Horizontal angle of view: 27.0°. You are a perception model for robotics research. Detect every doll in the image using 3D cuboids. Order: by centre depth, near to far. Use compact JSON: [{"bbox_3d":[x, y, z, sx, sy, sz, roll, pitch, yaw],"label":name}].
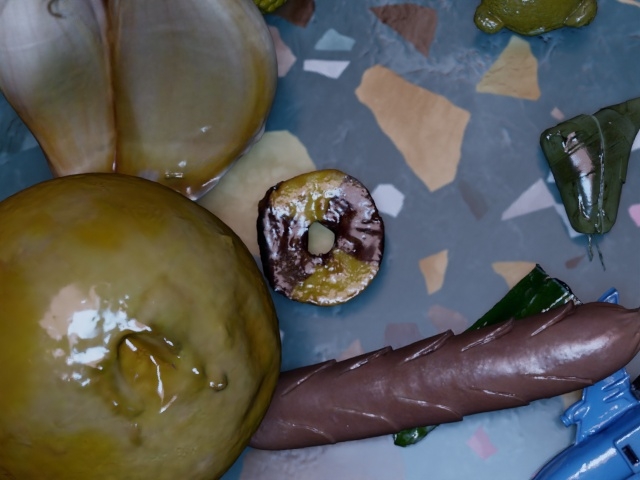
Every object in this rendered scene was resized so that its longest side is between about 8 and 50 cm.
[{"bbox_3d":[0.217,-0.310,1.349,0.137,0.097,0.210,-2,75,11],"label":"doll"}]

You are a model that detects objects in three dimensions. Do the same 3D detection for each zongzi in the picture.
[{"bbox_3d":[0.300,-0.058,1.319,0.130,0.062,0.154,-19,85,-10],"label":"zongzi"}]

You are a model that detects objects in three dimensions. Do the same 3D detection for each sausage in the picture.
[{"bbox_3d":[0.102,0.130,1.243,0.433,0.088,0.088,-16,78,20],"label":"sausage"}]

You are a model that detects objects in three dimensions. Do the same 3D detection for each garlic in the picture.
[{"bbox_3d":[-0.203,-0.173,1.285,0.286,0.313,0.249,8,36,27],"label":"garlic"}]

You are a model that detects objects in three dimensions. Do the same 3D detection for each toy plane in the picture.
[{"bbox_3d":[0.302,0.182,1.252,0.271,0.105,0.254,-36,93,-5],"label":"toy plane"}]

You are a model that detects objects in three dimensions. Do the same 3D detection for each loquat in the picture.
[{"bbox_3d":[-0.197,0.093,1.202,0.328,0.328,0.329,-1,80,6],"label":"loquat"}]

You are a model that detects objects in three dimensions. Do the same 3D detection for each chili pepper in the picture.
[{"bbox_3d":[0.156,0.124,1.293,0.227,0.059,0.088,-42,39,1],"label":"chili pepper"}]

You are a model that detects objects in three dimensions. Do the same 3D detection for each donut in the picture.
[{"bbox_3d":[0.000,0.000,1.333,0.140,0.059,0.140,-1,79,6],"label":"donut"}]

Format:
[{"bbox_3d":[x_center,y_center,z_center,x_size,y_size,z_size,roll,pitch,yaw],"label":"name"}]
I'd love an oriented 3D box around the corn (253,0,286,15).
[{"bbox_3d":[-0.036,-0.338,1.380,0.097,0.097,0.262,27,82,10],"label":"corn"}]
